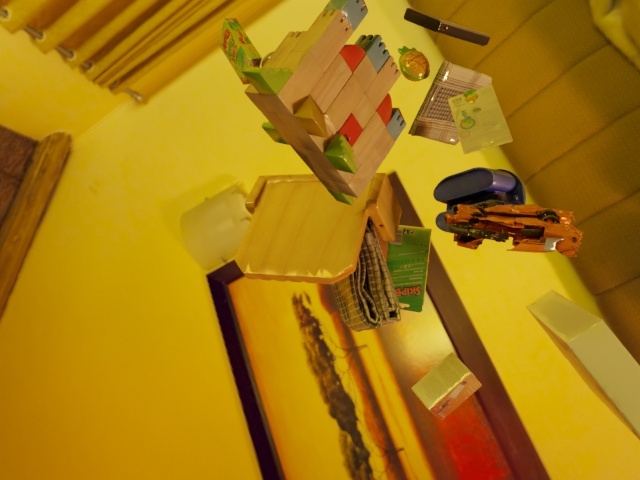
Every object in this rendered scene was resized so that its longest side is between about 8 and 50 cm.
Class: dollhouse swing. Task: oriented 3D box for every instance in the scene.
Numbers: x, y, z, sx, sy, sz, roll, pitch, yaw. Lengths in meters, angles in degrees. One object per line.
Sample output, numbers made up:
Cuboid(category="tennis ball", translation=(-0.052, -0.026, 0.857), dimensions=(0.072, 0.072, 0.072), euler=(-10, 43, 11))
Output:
Cuboid(category="dollhouse swing", translation=(0.000, 0.000, 1.207), dimensions=(0.315, 0.347, 0.304), euler=(49, -133, -60))

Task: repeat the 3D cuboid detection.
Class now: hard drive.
Cuboid(category="hard drive", translation=(0.229, -0.385, 0.851), dimensions=(0.135, 0.022, 0.094), euler=(-4, -144, -35))

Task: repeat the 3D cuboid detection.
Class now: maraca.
Cuboid(category="maraca", translation=(0.360, -0.690, 1.823), dimensions=(0.127, 0.099, 0.185), euler=(5, -123, -18))

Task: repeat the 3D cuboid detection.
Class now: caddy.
Cuboid(category="caddy", translation=(0.587, -0.137, 1.756), dimensions=(0.179, 0.341, 0.241), euler=(4, -101, -36))

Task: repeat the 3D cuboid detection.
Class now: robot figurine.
Cuboid(category="robot figurine", translation=(0.439, -0.030, 1.104), dimensions=(0.211, 0.291, 0.084), euler=(-49, -40, -60))

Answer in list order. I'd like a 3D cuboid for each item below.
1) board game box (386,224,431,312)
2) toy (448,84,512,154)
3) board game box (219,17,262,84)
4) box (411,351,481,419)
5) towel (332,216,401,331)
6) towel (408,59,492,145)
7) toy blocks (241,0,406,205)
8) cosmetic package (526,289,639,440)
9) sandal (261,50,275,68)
Cuboid(category="board game box", translation=(0.261, 0.086, 1.427), dimensions=(0.039, 0.124, 0.259), euler=(-24, -60, -69))
Cuboid(category="toy", translation=(0.482, -0.358, 1.428), dimensions=(0.056, 0.137, 0.237), euler=(49, -149, -56))
Cuboid(category="board game box", translation=(-0.238, -0.557, 1.386), dimensions=(0.043, 0.092, 0.181), euler=(-18, -114, -30))
Cuboid(category="box", translation=(0.391, 0.451, 1.453), dimensions=(0.130, 0.170, 0.091), euler=(45, -177, -45))
Cuboid(category="towel", translation=(0.098, 0.096, 1.239), dimensions=(0.235, 0.122, 0.283), euler=(115, 140, -76))
Cuboid(category="towel", translation=(0.530, -0.534, 1.885), dimensions=(0.325, 0.312, 0.056), euler=(0, -144, -39))
Cuboid(category="toy blocks", translation=(0.043, -0.274, 0.895), dimensions=(0.191, 0.260, 0.381), euler=(22, 164, 43))
Cuboid(category="cosmetic package", translation=(0.653, 0.282, 1.118), dimensions=(0.284, 0.097, 0.377), euler=(51, -169, 4))
Cuboid(category="sandal", translation=(-0.037, -0.409, 1.322), dimensions=(0.303, 0.120, 0.086), euler=(27, -129, -11))
